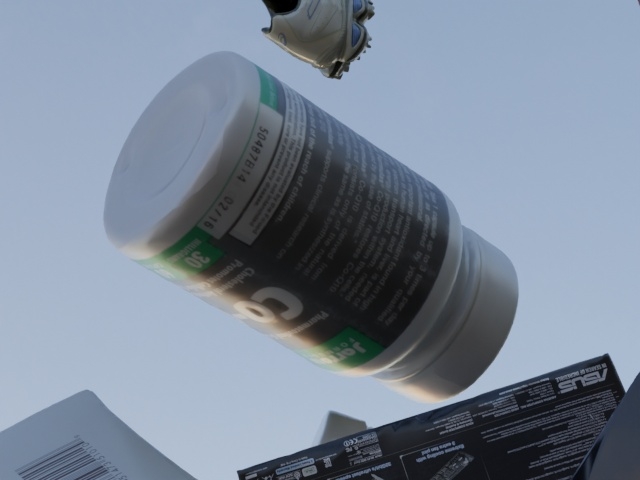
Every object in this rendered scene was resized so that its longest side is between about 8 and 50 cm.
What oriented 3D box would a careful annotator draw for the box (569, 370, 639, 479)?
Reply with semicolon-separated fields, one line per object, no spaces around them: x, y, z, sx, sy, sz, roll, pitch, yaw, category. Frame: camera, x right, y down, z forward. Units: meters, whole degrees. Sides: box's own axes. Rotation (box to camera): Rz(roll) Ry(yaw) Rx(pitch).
0.366;0.109;0.917;0.312;0.179;0.343;-4;-44;-28;box

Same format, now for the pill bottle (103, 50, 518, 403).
0.000;0.000;1.398;0.361;0.204;0.204;31;-74;-28;pill bottle

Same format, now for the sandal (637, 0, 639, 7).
0.173;-0.138;0.606;0.102;0.416;0.169;19;-42;-26;sandal

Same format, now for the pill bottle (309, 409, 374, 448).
0.132;0.271;1.389;0.318;0.176;0.176;21;-65;-2;pill bottle

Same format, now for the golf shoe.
-0.010;-0.207;1.146;0.086;0.176;0.069;16;-42;-26;golf shoe

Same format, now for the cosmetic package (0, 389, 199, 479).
-0.184;0.356;1.312;0.156;0.217;0.385;-24;-54;-31;cosmetic package

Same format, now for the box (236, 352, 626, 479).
0.116;0.245;1.137;0.307;0.242;0.076;-18;-28;-2;box
